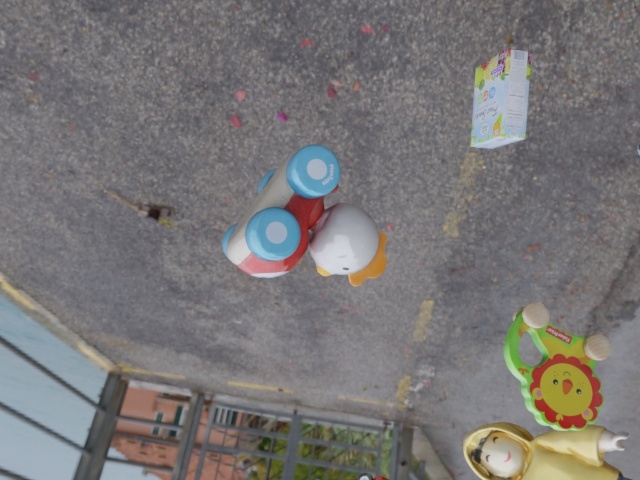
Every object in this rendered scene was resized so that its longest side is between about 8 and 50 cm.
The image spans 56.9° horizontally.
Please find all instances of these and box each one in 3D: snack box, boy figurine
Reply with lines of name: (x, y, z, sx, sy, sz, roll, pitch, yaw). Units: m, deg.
snack box: (0.436, -0.339, 1.442, 0.070, 0.207, 0.174, 3, 180, -9)
boy figurine: (0.304, 0.295, 0.705, 0.285, 0.177, 0.092, 28, -172, 36)

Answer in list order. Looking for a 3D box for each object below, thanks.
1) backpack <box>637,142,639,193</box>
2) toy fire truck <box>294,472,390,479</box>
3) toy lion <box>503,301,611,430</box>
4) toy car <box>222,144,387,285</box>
backpack: (0.674, -0.139, 0.989, 0.253, 0.225, 0.191, 26, 141, 63)
toy fire truck: (-0.005, 0.347, 0.674, 0.192, 0.135, 0.047, -14, 139, 20)
toy lion: (0.212, 0.119, 0.539, 0.100, 0.096, 0.034, 29, 164, 3)
toy car: (0.000, 0.000, 0.912, 0.238, 0.210, 0.219, 35, 165, -13)
